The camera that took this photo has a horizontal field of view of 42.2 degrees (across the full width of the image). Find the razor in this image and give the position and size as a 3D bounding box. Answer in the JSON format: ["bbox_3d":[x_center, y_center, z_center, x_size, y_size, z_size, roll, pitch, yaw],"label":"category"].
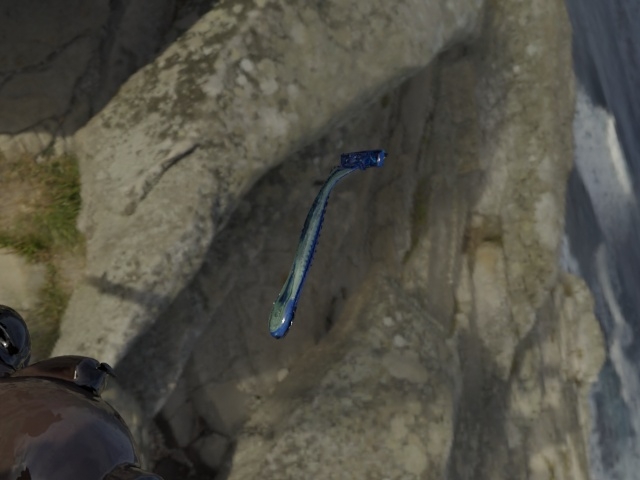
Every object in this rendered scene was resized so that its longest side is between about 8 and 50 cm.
[{"bbox_3d":[-0.008,-0.007,1.228,0.056,0.093,0.324,38,69,-32],"label":"razor"}]

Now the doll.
[{"bbox_3d":[-0.203,0.139,0.504,0.182,0.257,0.117,-52,149,-22],"label":"doll"}]

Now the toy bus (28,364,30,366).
[{"bbox_3d":[-0.474,0.108,0.941,0.289,0.157,0.139,37,69,12],"label":"toy bus"}]
